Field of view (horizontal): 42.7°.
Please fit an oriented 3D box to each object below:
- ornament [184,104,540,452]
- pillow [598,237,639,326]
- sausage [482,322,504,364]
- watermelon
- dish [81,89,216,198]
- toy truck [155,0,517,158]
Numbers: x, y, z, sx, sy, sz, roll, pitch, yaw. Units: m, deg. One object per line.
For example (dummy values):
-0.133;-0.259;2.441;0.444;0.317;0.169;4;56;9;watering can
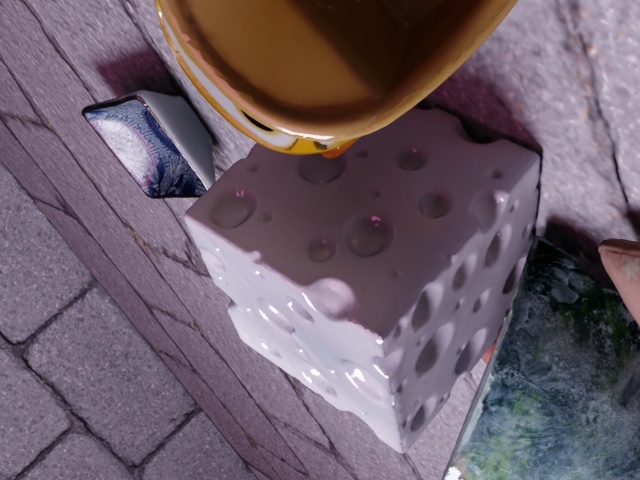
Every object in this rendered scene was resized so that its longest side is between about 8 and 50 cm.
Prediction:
0.052;0.018;0.831;0.239;0.240;0.239;30;155;29;ornament
0.353;0.085;0.639;0.223;0.084;0.236;51;160;-18;pillow
0.259;0.161;0.954;0.154;0.062;0.062;40;157;10;sausage
0.257;0.163;0.840;0.289;0.320;0.213;8;-178;-12;watermelon
-0.241;-0.155;1.230;0.243;0.080;0.182;3;134;55;dish
0.013;-0.183;0.553;0.204;0.288;0.211;48;-159;-7;toy truck
